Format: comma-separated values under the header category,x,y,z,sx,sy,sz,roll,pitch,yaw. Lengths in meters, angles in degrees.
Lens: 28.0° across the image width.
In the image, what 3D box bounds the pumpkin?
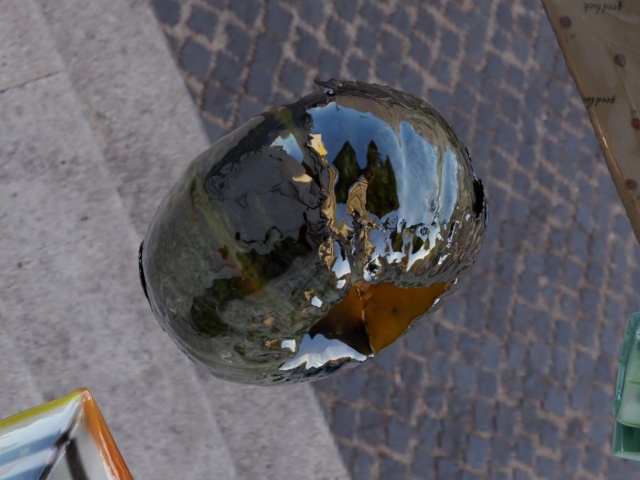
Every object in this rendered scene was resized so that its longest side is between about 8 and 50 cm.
category,x,y,z,sx,sy,sz,roll,pitch,yaw
pumpkin,0.000,0.000,1.131,0.320,0.320,0.192,-12,62,-39

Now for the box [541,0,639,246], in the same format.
category,x,y,z,sx,sy,sz,roll,pitch,yaw
box,0.303,-0.096,0.781,0.190,0.225,0.297,-38,108,-35

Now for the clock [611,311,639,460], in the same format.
category,x,y,z,sx,sy,sz,roll,pitch,yaw
clock,0.249,0.096,0.975,0.135,0.041,0.101,87,15,-47

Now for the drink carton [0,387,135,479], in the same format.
category,x,y,z,sx,sy,sz,roll,pitch,yaw
drink carton,-0.079,0.227,0.423,0.111,0.154,0.351,-19,137,-19
